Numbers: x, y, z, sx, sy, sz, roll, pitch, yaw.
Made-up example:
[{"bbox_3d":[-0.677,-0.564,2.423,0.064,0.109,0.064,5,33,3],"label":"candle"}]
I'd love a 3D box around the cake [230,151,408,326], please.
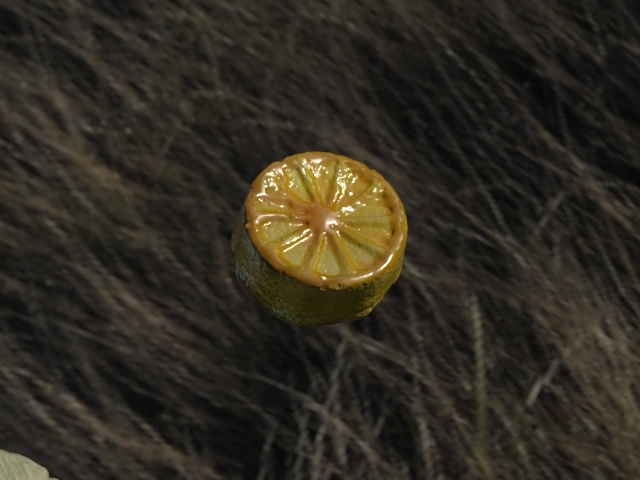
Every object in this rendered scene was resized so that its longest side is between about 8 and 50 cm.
[{"bbox_3d":[0.000,0.000,0.767,0.044,0.084,0.084,109,157,-55],"label":"cake"}]

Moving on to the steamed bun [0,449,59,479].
[{"bbox_3d":[-0.347,0.328,1.319,0.255,0.367,0.342,-64,32,22],"label":"steamed bun"}]
